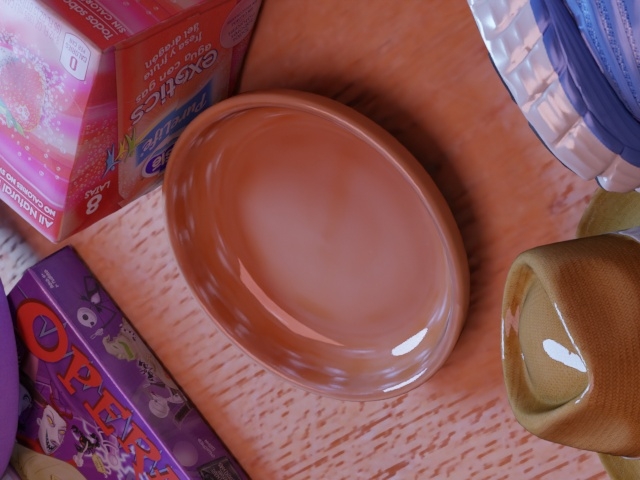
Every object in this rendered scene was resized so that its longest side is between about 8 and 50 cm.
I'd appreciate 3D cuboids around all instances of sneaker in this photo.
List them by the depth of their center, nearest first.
[{"bbox_3d":[0.105,-0.190,0.863,0.147,0.130,0.330,-36,92,35],"label":"sneaker"}]

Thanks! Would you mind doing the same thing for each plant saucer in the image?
[{"bbox_3d":[0.000,0.000,1.097,0.200,0.037,0.200,18,127,25],"label":"plant saucer"}]

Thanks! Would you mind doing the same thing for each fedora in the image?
[{"bbox_3d":[0.137,0.050,0.927,0.194,0.079,0.194,178,90,-73],"label":"fedora"}]

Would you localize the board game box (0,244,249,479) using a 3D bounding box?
[{"bbox_3d":[-0.126,0.193,1.340,0.347,0.056,0.208,52,133,7],"label":"board game box"}]

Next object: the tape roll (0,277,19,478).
[{"bbox_3d":[-0.327,0.071,1.374,0.275,0.090,0.274,20,117,45],"label":"tape roll"}]

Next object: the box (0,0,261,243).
[{"bbox_3d":[-0.197,-0.160,1.123,0.300,0.142,0.154,39,136,19],"label":"box"}]
